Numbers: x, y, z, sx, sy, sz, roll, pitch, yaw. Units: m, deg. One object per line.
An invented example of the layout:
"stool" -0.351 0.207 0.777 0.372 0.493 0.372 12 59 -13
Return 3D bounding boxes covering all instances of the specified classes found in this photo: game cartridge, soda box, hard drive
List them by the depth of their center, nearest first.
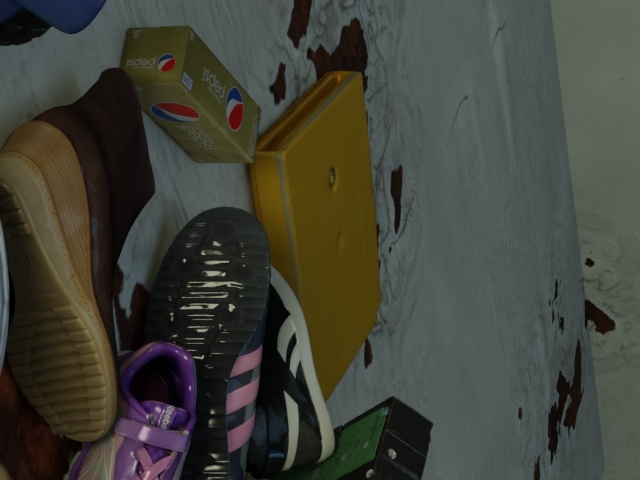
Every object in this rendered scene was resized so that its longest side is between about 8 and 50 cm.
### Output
"soda box" -0.116 -0.130 1.401 0.181 0.061 0.058 48 47 -62
"hard drive" -0.013 0.335 1.489 0.064 0.237 0.339 35 46 -19
"game cartridge" 0.000 0.000 1.763 0.285 0.053 0.323 -51 141 -60

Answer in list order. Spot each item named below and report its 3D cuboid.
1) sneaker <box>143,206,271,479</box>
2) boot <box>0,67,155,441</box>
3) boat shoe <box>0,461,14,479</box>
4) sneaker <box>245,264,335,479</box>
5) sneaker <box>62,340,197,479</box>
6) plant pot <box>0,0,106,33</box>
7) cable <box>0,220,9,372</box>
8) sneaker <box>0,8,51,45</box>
"sneaker" -0.109 0.131 1.411 0.131 0.112 0.319 85 15 -72
"boot" -0.172 0.008 1.209 0.207 0.090 0.248 -52 135 -56
"boat shoe" -0.289 0.138 0.740 0.341 0.122 0.110 -12 99 -49
"sneaker" -0.071 0.129 1.524 0.121 0.079 0.217 -14 79 -34
"sneaker" -0.145 0.176 1.218 0.095 0.104 0.236 23 52 -25
"plant pot" -0.234 -0.236 0.846 0.236 0.212 0.236 34 59 -68
"cable" -0.278 0.041 0.923 0.257 0.089 0.257 70 28 -44
"sneaker" -0.206 -0.281 1.079 0.124 0.107 0.283 47 -54 55
